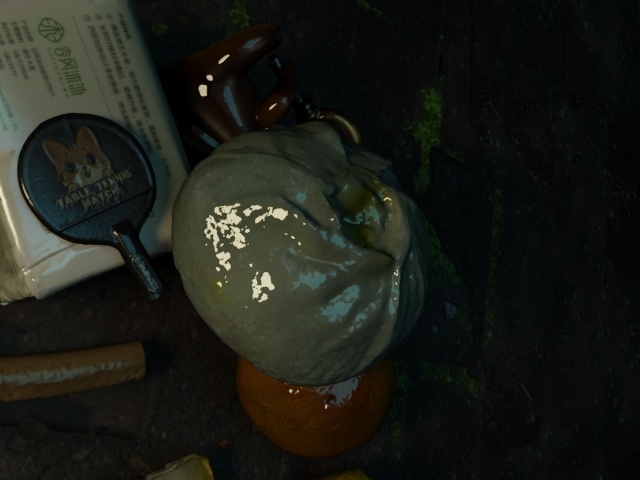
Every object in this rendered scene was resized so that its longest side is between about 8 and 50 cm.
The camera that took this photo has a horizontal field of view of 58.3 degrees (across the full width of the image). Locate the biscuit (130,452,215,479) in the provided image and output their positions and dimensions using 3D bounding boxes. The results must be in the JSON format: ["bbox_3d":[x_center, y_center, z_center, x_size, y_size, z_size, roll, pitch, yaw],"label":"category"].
[{"bbox_3d":[-0.280,0.516,0.718,0.429,0.104,0.446,-18,91,-47],"label":"biscuit"}]

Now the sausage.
[{"bbox_3d":[-0.377,0.173,0.743,0.301,0.066,0.066,1,81,-35],"label":"sausage"}]

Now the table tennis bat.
[{"bbox_3d":[-0.245,-0.035,0.663,0.150,0.027,0.236,-34,101,-37],"label":"table tennis bat"}]

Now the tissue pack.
[{"bbox_3d":[-0.332,-0.120,0.747,0.266,0.194,0.357,-22,96,-37],"label":"tissue pack"}]

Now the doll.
[{"bbox_3d":[-0.109,-0.173,0.940,0.318,0.209,0.340,-35,103,-2],"label":"doll"}]

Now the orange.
[{"bbox_3d":[-0.006,0.208,0.896,0.264,0.264,0.264,7,77,-35],"label":"orange"}]

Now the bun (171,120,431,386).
[{"bbox_3d":[0.000,0.000,0.727,0.362,0.211,0.362,23,46,-27],"label":"bun"}]

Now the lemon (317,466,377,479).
[{"bbox_3d":[0.048,0.477,0.933,0.180,0.180,0.193,-30,95,-36],"label":"lemon"}]
